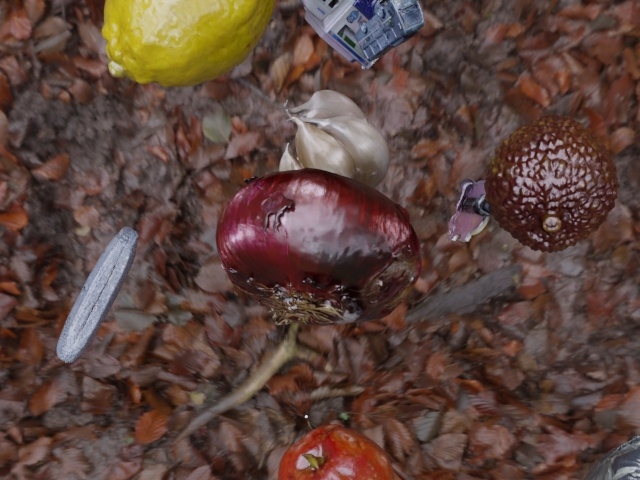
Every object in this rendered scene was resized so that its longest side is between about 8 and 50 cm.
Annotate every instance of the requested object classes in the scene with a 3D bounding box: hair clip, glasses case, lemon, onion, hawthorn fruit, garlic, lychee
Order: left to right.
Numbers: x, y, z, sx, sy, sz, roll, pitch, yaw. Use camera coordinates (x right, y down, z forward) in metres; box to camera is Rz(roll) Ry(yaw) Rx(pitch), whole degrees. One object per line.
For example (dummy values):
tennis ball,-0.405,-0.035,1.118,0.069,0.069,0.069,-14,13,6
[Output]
glasses case,-0.427,0.104,1.557,0.067,0.109,0.282,26,87,-16
lemon,-0.226,-0.414,1.424,0.285,0.285,0.316,16,96,2
onion,0.000,0.000,1.190,0.313,0.314,0.232,12,69,2
garlic,0.011,-0.160,1.537,0.237,0.292,0.210,-26,45,-21
hawthorn fruit,0.016,0.351,1.190,0.179,0.200,0.179,-19,40,17
hair clip,0.309,-0.065,1.624,0.056,0.187,0.146,28,83,-8
lychee,0.408,-0.106,1.436,0.236,0.236,0.271,24,43,4

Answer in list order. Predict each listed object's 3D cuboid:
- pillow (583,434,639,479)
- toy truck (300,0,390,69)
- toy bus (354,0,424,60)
pillow,0.464,0.471,1.351,0.092,0.161,0.335,29,92,2
toy truck,0.042,-0.456,1.559,0.155,0.268,0.124,-45,54,15
toy bus,0.105,-0.327,1.246,0.047,0.166,0.065,-28,95,-16
